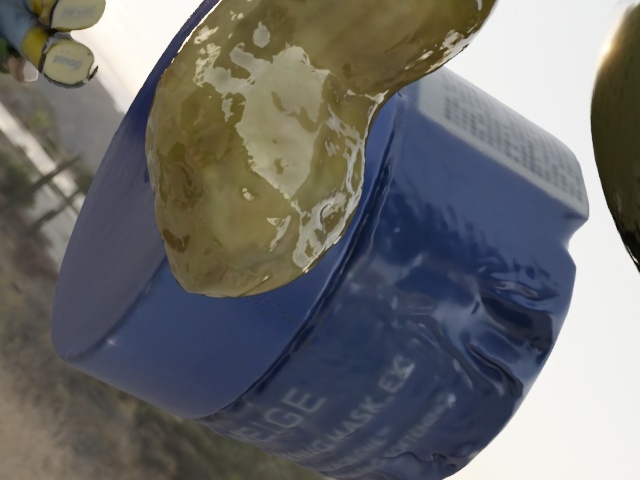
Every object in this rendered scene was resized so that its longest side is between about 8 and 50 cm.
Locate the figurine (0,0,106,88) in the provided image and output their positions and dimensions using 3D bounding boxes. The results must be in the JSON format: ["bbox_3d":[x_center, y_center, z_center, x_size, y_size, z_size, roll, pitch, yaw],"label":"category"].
[{"bbox_3d":[-0.251,-0.208,1.017,0.263,0.143,0.162,40,-49,31],"label":"figurine"}]

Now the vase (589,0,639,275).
[{"bbox_3d":[0.237,0.005,0.535,0.302,0.241,0.329,56,-15,-5],"label":"vase"}]

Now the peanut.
[{"bbox_3d":[0.004,-0.080,0.561,0.098,0.229,0.103,32,-1,-1],"label":"peanut"}]

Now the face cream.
[{"bbox_3d":[0.000,0.000,0.813,0.225,0.249,0.249,26,0,-20],"label":"face cream"}]
